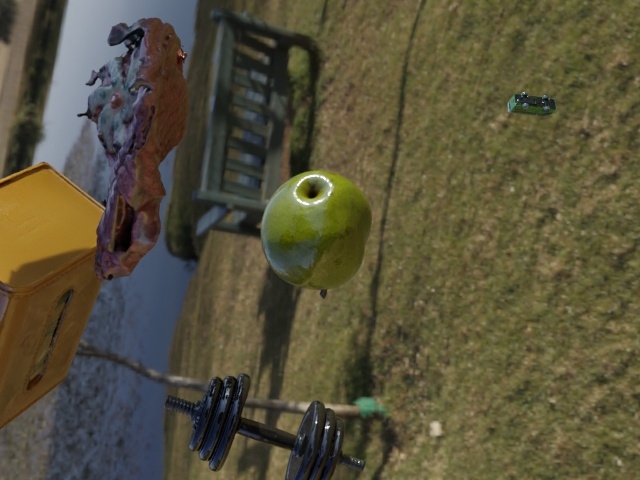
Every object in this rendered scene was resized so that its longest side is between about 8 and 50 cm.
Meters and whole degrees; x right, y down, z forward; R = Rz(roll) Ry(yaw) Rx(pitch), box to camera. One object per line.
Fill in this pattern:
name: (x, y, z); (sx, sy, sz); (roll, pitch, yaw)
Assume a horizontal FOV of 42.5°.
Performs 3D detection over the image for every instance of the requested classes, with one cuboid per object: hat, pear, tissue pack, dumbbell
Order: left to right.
tissue pack: (-0.368, 0.078, 0.955); (0.194, 0.145, 0.275); (-39, -18, -54)
hat: (-0.186, -0.126, 0.823); (0.286, 0.107, 0.237); (-93, 23, -48)
dumbbell: (-0.054, 0.192, 0.817); (0.099, 0.208, 0.099); (-160, 90, -84)
pear: (0.000, 0.000, 1.232); (0.216, 0.166, 0.180); (73, -169, -45)

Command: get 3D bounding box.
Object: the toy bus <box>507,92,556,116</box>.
toy bus: (0.394, -0.251, 1.528); (0.037, 0.083, 0.031); (122, 151, -63)
